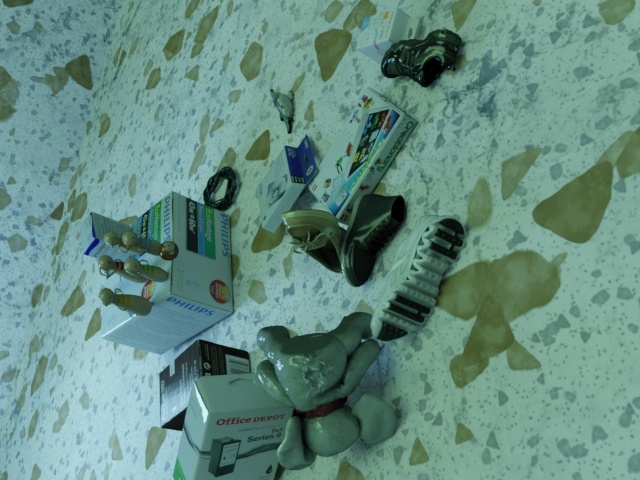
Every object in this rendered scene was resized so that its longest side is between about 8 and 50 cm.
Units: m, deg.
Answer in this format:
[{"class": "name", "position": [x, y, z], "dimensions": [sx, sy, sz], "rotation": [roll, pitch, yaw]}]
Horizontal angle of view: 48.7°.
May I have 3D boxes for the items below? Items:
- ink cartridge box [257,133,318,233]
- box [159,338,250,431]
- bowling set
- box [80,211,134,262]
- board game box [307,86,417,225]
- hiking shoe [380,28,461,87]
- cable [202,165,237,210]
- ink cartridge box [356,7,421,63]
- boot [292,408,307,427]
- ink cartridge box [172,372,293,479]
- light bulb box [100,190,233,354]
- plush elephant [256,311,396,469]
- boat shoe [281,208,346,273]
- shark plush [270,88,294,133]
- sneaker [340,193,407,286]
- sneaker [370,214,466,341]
[{"class": "ink cartridge box", "position": [-0.098, -0.166, 1.944], "dimensions": [0.224, 0.045, 0.223], "rotation": [-54, 26, 23]}, {"class": "box", "position": [-0.305, 0.394, 1.875], "dimensions": [0.203, 0.167, 0.169], "rotation": [-41, 45, 33]}, {"class": "bowling set", "position": [-0.502, 0.041, 1.932], "dimensions": [0.200, 0.154, 0.287], "rotation": [-43, 46, 24]}, {"class": "box", "position": [-0.634, -0.002, 2.106], "dimensions": [0.072, 0.137, 0.126], "rotation": [-48, 42, 19]}, {"class": "board game box", "position": [0.095, -0.211, 1.759], "dimensions": [0.305, 0.053, 0.193], "rotation": [-57, 37, 16]}, {"class": "hiking shoe", "position": [0.225, -0.414, 1.666], "dimensions": [0.226, 0.086, 0.114], "rotation": [-12, 60, 48]}, {"class": "cable", "position": [-0.318, -0.166, 2.279], "dimensions": [0.184, 0.047, 0.151], "rotation": [-24, 50, 47]}, {"class": "ink cartridge box", "position": [0.176, -0.514, 1.774], "dimensions": [0.143, 0.089, 0.092], "rotation": [3, 75, 53]}, {"class": "boot", "position": [-0.065, 0.392, 1.675], "dimensions": [0.106, 0.082, 0.219], "rotation": [112, 144, -44]}, {"class": "ink cartridge box", "position": [-0.201, 0.455, 1.611], "dimensions": [0.121, 0.211, 0.289], "rotation": [49, 131, 51]}, {"class": "light bulb box", "position": [-0.468, 0.106, 2.156], "dimensions": [0.361, 0.225, 0.358], "rotation": [-32, 50, 34]}, {"class": "plush elephant", "position": [0.009, 0.325, 1.473], "dimensions": [0.330, 0.271, 0.256], "rotation": [-95, -7, -77]}, {"class": "boat shoe", "position": [0.000, 0.000, 1.606], "dimensions": [0.104, 0.285, 0.090], "rotation": [-7, 71, 26]}, {"class": "shark plush", "position": [-0.104, -0.387, 2.127], "dimensions": [0.161, 0.073, 0.067], "rotation": [61, 144, 22]}, {"class": "sneaker", "position": [0.120, -0.003, 1.602], "dimensions": [0.118, 0.083, 0.222], "rotation": [-1, 75, 46]}, {"class": "sneaker", "position": [0.189, 0.075, 1.470], "dimensions": [0.292, 0.110, 0.118], "rotation": [-59, 29, -1]}]
